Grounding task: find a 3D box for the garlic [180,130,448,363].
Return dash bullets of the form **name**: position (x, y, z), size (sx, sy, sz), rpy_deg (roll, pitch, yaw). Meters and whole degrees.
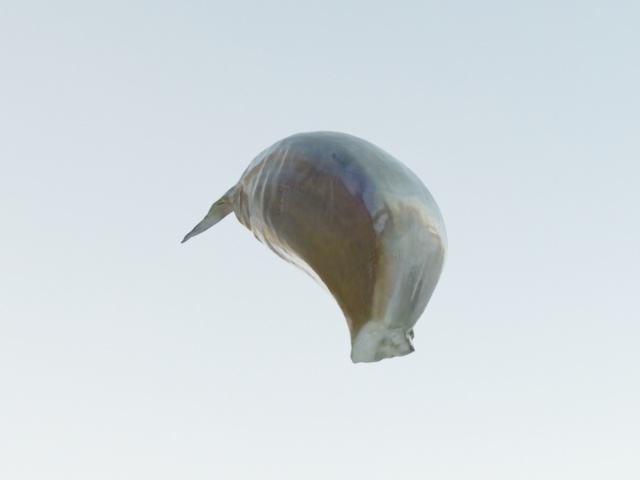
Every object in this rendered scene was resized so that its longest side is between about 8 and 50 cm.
- **garlic**: position (-0.002, -0.012, 0.953), size (0.090, 0.198, 0.128), rpy_deg (22, -82, -58)
